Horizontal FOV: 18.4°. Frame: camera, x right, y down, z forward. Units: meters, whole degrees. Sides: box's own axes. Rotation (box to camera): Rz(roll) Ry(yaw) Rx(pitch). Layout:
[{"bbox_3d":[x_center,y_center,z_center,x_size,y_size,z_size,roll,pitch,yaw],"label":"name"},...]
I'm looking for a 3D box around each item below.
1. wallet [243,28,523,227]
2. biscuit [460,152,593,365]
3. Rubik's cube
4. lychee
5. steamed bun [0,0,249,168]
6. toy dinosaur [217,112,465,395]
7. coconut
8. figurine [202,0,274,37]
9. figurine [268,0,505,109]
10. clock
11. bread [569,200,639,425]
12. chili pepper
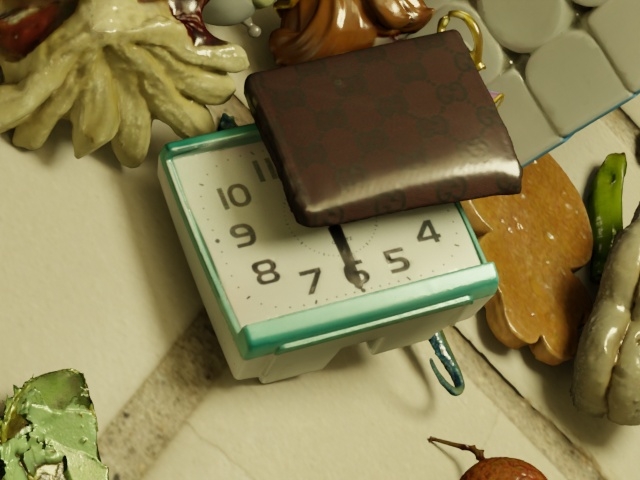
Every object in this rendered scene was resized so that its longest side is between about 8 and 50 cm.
[{"bbox_3d":[0.056,-0.101,1.827,0.229,0.049,0.182,-12,63,-20],"label":"wallet"},{"bbox_3d":[0.216,0.004,2.118,0.202,0.044,0.289,20,51,-33],"label":"biscuit"},{"bbox_3d":[0.271,-0.287,2.121,0.291,0.290,0.291,56,36,-3],"label":"Rubik's cube"},{"bbox_3d":[0.170,0.246,1.860,0.114,0.101,0.140,32,44,-23],"label":"lychee"},{"bbox_3d":[-0.197,-0.203,1.778,0.428,0.247,0.189,-6,52,-27],"label":"steamed bun"},{"bbox_3d":[0.052,-0.011,1.964,0.147,0.076,0.363,-35,83,-36],"label":"toy dinosaur"},{"bbox_3d":[-0.217,0.180,1.598,0.133,0.055,0.158,14,52,-33],"label":"coconut"},{"bbox_3d":[-0.129,-0.280,1.963,0.197,0.147,0.093,32,89,-11],"label":"figurine"},{"bbox_3d":[0.059,-0.192,2.017,0.263,0.189,0.142,40,23,6],"label":"figurine"},{"bbox_3d":[0.000,0.000,1.844,0.262,0.116,0.231,-13,65,-23],"label":"clock"},{"bbox_3d":[0.361,0.046,2.102,0.102,0.183,0.337,17,37,19],"label":"bread"},{"bbox_3d":[0.326,-0.032,2.237,0.050,0.052,0.202,22,47,-12],"label":"chili pepper"}]
